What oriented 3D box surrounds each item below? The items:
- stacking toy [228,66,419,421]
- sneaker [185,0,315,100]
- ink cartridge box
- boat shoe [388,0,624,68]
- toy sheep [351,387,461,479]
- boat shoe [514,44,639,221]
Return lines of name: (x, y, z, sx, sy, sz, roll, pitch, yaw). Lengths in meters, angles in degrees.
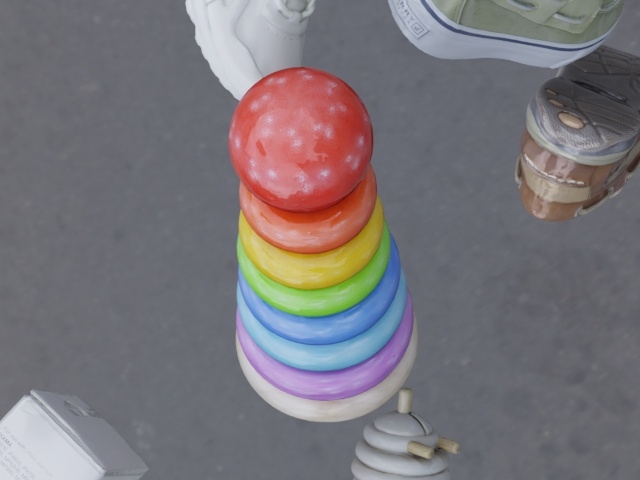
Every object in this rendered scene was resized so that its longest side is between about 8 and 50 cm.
stacking toy: (0.000, 0.000, 1.054, 0.141, 0.141, 0.330, 40, 159, 21)
sneaker: (-0.023, -0.201, 1.033, 0.115, 0.090, 0.232, 1, 96, 32)
ink cartridge box: (-0.251, 0.226, 1.216, 0.092, 0.158, 0.218, 41, 88, 9)
boat shoe: (0.176, -0.200, 1.240, 0.094, 0.302, 0.109, -30, 82, 39)
toy sheep: (0.068, 0.186, 1.273, 0.091, 0.091, 0.132, 12, 97, 35)
boat shoe: (0.257, -0.104, 1.464, 0.123, 0.324, 0.116, 29, 118, 19)
